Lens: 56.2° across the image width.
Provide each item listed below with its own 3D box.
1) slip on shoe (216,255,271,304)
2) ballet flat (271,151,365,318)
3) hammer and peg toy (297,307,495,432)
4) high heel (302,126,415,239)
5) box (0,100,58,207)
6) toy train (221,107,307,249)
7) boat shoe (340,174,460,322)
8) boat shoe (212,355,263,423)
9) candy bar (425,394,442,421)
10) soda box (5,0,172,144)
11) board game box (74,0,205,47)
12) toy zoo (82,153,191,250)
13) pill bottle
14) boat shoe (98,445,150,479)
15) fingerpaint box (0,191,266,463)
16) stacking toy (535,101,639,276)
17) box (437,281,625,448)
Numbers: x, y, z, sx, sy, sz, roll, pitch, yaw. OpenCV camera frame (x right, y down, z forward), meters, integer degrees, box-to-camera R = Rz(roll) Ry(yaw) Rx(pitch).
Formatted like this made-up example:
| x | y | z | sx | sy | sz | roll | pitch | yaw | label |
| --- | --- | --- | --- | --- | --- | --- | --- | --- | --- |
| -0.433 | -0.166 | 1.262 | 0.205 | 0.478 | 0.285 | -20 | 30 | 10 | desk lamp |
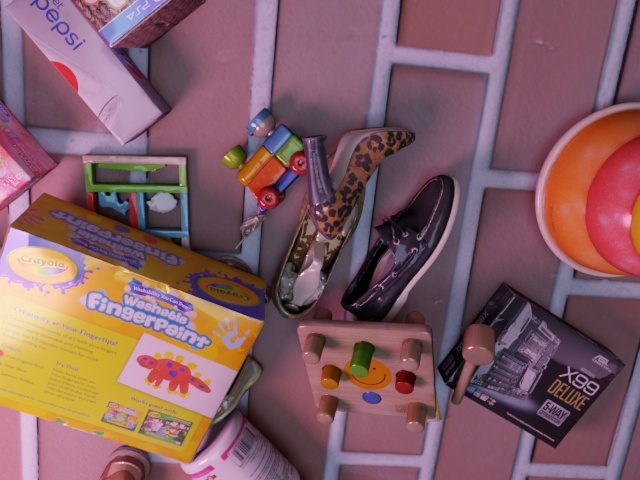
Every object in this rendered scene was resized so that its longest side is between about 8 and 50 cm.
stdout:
| x | y | z | sx | sy | sz | roll | pitch | yaw | label |
| --- | --- | --- | --- | --- | --- | --- | --- | --- | --- |
| -0.154 | 0.083 | 1.205 | 0.051 | 0.041 | 0.135 | -43 | 105 | 9 | slip on shoe |
| 0.000 | 0.000 | 1.154 | 0.123 | 0.123 | 0.348 | 22 | 104 | -10 | ballet flat |
| 0.148 | 0.261 | 1.160 | 0.362 | 0.127 | 0.265 | 1 | 128 | 15 | hammer and peg toy |
| 0.081 | -0.112 | 1.106 | 0.261 | 0.093 | 0.186 | -15 | 105 | -33 | high heel |
| -0.634 | -0.193 | 1.037 | 0.154 | 0.142 | 0.300 | -36 | 106 | 7 | box |
| -0.130 | -0.116 | 1.122 | 0.143 | 0.105 | 0.248 | 43 | 100 | -4 | toy train |
| 0.144 | 0.013 | 1.162 | 0.113 | 0.127 | 0.340 | 20 | 114 | -22 | boat shoe |
| -0.185 | 0.311 | 1.245 | 0.048 | 0.056 | 0.153 | 46 | 74 | -11 | boat shoe |
| 0.238 | 0.335 | 1.320 | 0.040 | 0.018 | 0.161 | -12 | 108 | 3 | candy bar |
| -0.395 | -0.311 | 1.045 | 0.098 | 0.091 | 0.286 | -36 | 106 | 7 | soda box |
| -0.338 | -0.462 | 0.931 | 0.141 | 0.232 | 0.291 | -35 | 105 | 8 | board game box |
| -0.351 | -0.020 | 1.167 | 0.193 | 0.030 | 0.293 | 1 | 106 | -4 | toy zoo |
| -0.146 | 0.505 | 1.271 | 0.160 | 0.160 | 0.283 | -38 | 105 | 7 | pill bottle |
| -0.466 | 0.607 | 1.302 | 0.123 | 0.116 | 0.324 | 16 | 105 | -8 | boat shoe |
| -0.377 | 0.174 | 1.127 | 0.445 | 0.163 | 0.371 | 22 | 112 | -13 | fingerpaint box |
| 0.607 | -0.036 | 0.993 | 0.351 | 0.480 | 0.350 | -1 | 107 | -3 | stacking toy |
| 0.448 | 0.270 | 1.284 | 0.308 | 0.076 | 0.242 | 32 | 103 | -11 | box |
